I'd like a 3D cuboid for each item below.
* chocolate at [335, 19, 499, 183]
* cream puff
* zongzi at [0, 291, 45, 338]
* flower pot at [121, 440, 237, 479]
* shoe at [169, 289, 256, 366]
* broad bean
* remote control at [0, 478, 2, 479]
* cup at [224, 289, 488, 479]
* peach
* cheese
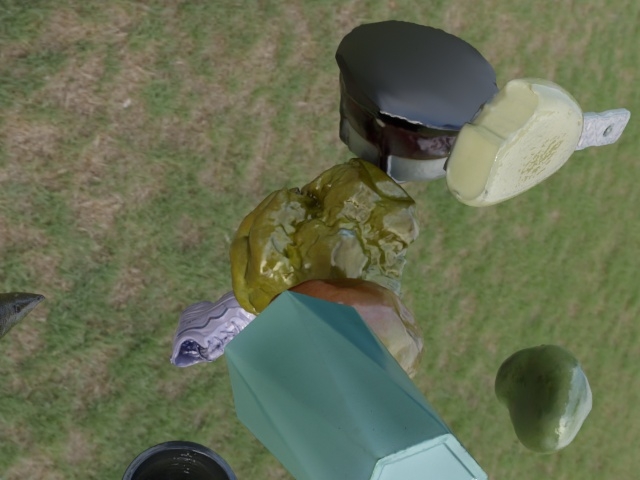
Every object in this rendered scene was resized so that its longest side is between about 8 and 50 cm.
[{"bbox_3d":[0.146,-0.208,1.354,0.284,0.284,0.186,-38,158,-40],"label":"chocolate"},{"bbox_3d":[-0.007,0.001,1.315,0.275,0.323,0.269,8,72,-15],"label":"cream puff"},{"bbox_3d":[-0.439,0.122,1.093,0.184,0.187,0.084,-12,113,-29],"label":"zongzi"},{"bbox_3d":[-0.283,0.531,1.613,0.235,0.235,0.148,-36,158,-42],"label":"flower pot"},{"bbox_3d":[-0.189,0.178,1.623,0.095,0.245,0.137,60,28,-32],"label":"shoe"},{"bbox_3d":[0.354,0.241,1.292,0.228,0.100,0.169,-98,-152,-62],"label":"broad bean"},{"bbox_3d":[-0.648,0.412,1.440,0.109,0.313,0.055,-40,157,-28],"label":"remote control"},{"bbox_3d":[0.019,0.148,0.660,0.148,0.236,0.134,-45,118,-3],"label":"cup"},{"bbox_3d":[0.032,0.150,1.088,0.236,0.214,0.214,-13,112,-55],"label":"peach"},{"bbox_3d":[0.229,-0.105,0.805,0.256,0.050,0.127,-15,134,-39],"label":"cheese"}]
